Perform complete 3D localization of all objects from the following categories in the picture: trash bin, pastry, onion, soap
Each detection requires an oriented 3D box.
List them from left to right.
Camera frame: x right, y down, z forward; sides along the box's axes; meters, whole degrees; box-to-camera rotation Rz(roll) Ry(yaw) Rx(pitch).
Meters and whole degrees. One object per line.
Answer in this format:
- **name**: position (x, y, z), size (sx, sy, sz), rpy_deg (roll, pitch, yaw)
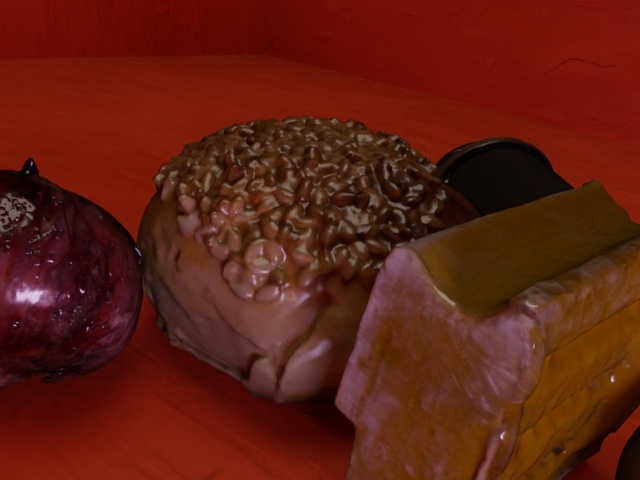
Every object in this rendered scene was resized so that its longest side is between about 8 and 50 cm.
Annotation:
- **onion**: position (-0.283, 0.047, 0.562), size (0.252, 0.219, 0.252), rpy_deg (16, -16, 5)
- **pastry**: position (0.000, 0.000, 0.696), size (0.409, 0.245, 0.410), rpy_deg (6, 25, -3)
- **trash bin**: position (0.258, -0.021, 0.885), size (0.214, 0.214, 0.334), rpy_deg (1, 30, -16)
- **soap**: position (0.154, 0.101, 0.487), size (0.143, 0.259, 0.281), rpy_deg (31, 30, 36)

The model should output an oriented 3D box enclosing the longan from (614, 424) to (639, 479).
- **longan**: position (0.317, 0.184, 0.454), size (0.204, 0.159, 0.185), rpy_deg (-20, 9, -4)
